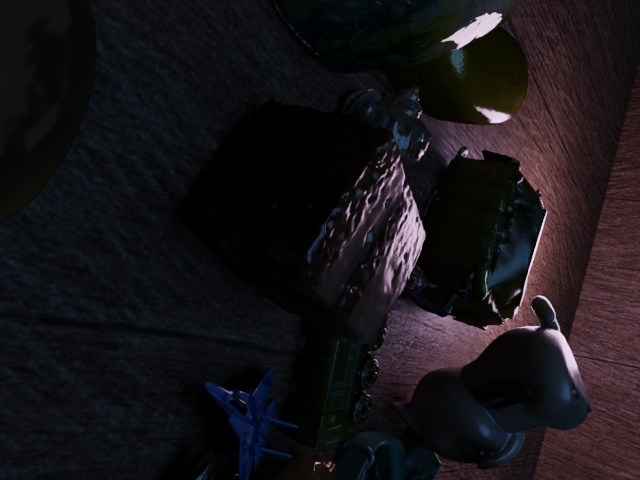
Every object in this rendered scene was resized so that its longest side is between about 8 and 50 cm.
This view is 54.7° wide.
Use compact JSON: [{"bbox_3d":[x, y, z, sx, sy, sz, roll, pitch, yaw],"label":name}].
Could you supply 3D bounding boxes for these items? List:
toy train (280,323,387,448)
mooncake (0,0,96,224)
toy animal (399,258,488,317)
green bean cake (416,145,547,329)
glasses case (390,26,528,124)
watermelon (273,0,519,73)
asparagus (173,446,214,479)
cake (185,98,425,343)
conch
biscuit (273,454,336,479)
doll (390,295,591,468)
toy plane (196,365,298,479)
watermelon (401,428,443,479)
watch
[{"bbox_3d":[0.024,0.197,0.942,0.137,0.090,0.226,6,96,-52],"label":"toy train"},{"bbox_3d":[-0.263,-0.122,0.400,0.234,0.116,0.235,-25,121,-52],"label":"mooncake"},{"bbox_3d":[0.176,0.074,1.043,0.100,0.208,0.104,112,-14,-58],"label":"toy animal"},{"bbox_3d":[0.341,0.008,1.235,0.285,0.201,0.310,40,68,-55],"label":"green bean cake"},{"bbox_3d":[0.257,-0.291,1.068,0.371,0.141,0.174,-2,103,-54],"label":"glasses case"},{"bbox_3d":[0.092,-0.331,0.797,0.309,0.232,0.193,-19,131,1],"label":"watermelon"},{"bbox_3d":[-0.189,0.375,0.707,0.080,0.080,0.287,46,63,-51],"label":"asparagus"},{"bbox_3d":[0.000,0.000,0.761,0.199,0.196,0.293,-60,147,-21],"label":"cake"},{"bbox_3d":[0.081,-0.147,0.927,0.155,0.130,0.207,32,97,-21],"label":"conch"},{"bbox_3d":[-0.071,0.474,0.826,0.385,0.062,0.366,-18,124,-66],"label":"biscuit"},{"bbox_3d":[0.348,0.304,1.201,0.370,0.226,0.215,-39,150,14],"label":"doll"},{"bbox_3d":[-0.102,0.216,0.756,0.246,0.078,0.169,57,39,-52],"label":"toy plane"},{"bbox_3d":[0.190,0.476,1.286,0.155,0.101,0.080,-40,144,-29],"label":"watermelon"},{"bbox_3d":[0.080,0.451,1.129,0.195,0.068,0.237,-23,123,-47],"label":"watch"}]
